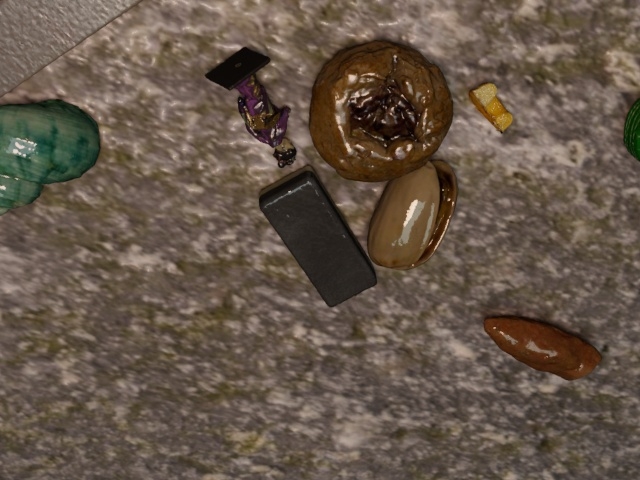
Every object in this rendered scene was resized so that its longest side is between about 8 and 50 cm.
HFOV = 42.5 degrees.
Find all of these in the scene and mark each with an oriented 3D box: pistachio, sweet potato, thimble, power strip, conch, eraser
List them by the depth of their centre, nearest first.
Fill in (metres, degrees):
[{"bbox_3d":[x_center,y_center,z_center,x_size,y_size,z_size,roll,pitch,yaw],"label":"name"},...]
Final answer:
[{"bbox_3d":[-0.359,-0.350,1.180,0.352,0.077,0.111,-31,120,10],"label":"eraser"},{"bbox_3d":[-0.458,-0.124,1.258,0.196,0.134,0.202,34,109,-21],"label":"conch"},{"bbox_3d":[0.569,-0.181,1.367,0.118,0.090,0.130,9,117,-10],"label":"thimble"},{"bbox_3d":[0.152,-0.043,1.388,0.130,0.131,0.206,1,115,-57],"label":"pistachio"},{"bbox_3d":[0.000,0.000,1.417,0.105,0.070,0.256,-27,117,11],"label":"power strip"},{"bbox_3d":[0.417,0.201,1.558,0.252,0.097,0.097,21,115,-18],"label":"sweet potato"}]

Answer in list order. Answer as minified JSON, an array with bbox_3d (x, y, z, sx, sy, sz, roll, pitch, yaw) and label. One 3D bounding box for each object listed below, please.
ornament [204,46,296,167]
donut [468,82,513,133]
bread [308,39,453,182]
[{"bbox_3d":[-0.085,-0.204,1.298,0.081,0.088,0.203,-44,130,-9],"label":"ornament"},{"bbox_3d":[0.279,-0.217,1.332,0.038,0.067,0.083,-42,82,-2],"label":"donut"},{"bbox_3d":[0.089,-0.195,1.275,0.230,0.123,0.230,2,112,4],"label":"bread"}]
